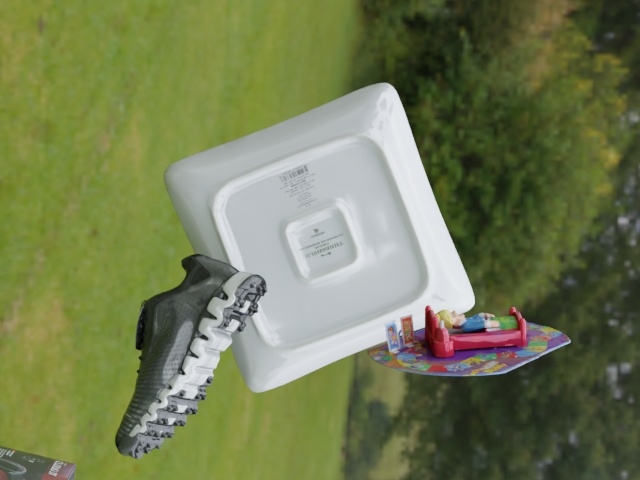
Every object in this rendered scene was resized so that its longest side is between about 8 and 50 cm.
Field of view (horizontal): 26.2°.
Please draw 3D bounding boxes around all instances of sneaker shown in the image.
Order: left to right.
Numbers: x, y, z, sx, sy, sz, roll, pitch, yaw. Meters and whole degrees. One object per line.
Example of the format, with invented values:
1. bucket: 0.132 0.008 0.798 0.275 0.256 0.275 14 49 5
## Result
1. sneaker: -0.158 0.114 1.443 0.234 0.106 0.078 -57 157 0

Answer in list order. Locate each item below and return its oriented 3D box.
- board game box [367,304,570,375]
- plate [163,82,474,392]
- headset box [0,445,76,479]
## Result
1. board game box: 0.124 0.072 1.138 0.168 0.133 0.033 -16 107 -47
2. plate: 0.000 0.000 1.514 0.045 0.277 0.278 -101 170 -83
3. headset box: -0.427 0.317 1.625 0.218 0.293 0.110 -100 -155 -81
